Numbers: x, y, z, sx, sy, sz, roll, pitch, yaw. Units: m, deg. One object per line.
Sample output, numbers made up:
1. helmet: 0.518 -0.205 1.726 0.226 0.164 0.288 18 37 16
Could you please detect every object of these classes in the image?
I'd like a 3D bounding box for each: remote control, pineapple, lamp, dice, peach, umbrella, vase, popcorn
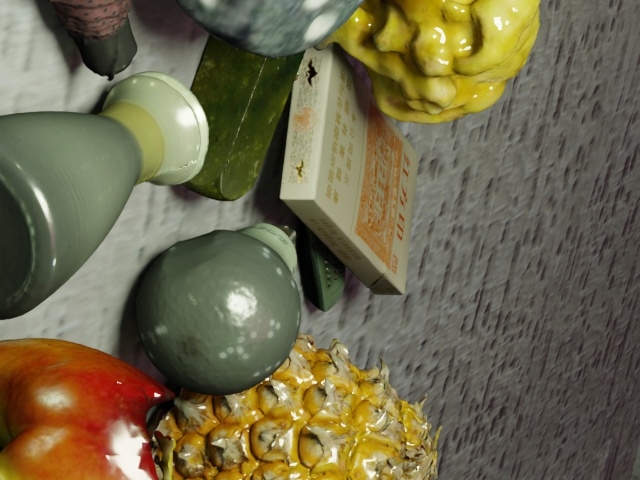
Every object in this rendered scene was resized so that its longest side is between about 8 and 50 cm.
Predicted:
1. remote control: 0.000 0.000 2.252 0.072 0.042 0.222 -50 147 -37
2. pineapple: -0.027 0.277 2.130 0.352 0.300 0.352 -49 154 -34
3. lamp: -0.081 0.047 1.983 0.314 0.182 0.182 -47 147 -48
4. dice: -0.051 -0.298 1.718 0.183 0.181 0.182 -49 159 26
5. peach: -0.283 0.275 1.602 0.335 0.310 0.406 -96 -168 -45
6. umbrella: -0.220 -0.269 1.570 0.090 0.094 0.326 -48 147 -25
7. vase: -0.234 -0.062 1.633 0.321 0.173 0.173 -39 142 -56
8. popcorn: 0.110 -0.284 2.018 0.281 0.297 0.316 -26 168 -11

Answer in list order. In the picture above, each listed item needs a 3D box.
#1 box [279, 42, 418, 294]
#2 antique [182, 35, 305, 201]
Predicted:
1. box: 0.043 -0.081 2.196 0.365 0.051 0.204 46 47 -63
2. antique: -0.092 -0.153 1.921 0.081 0.080 0.221 17 94 -63
